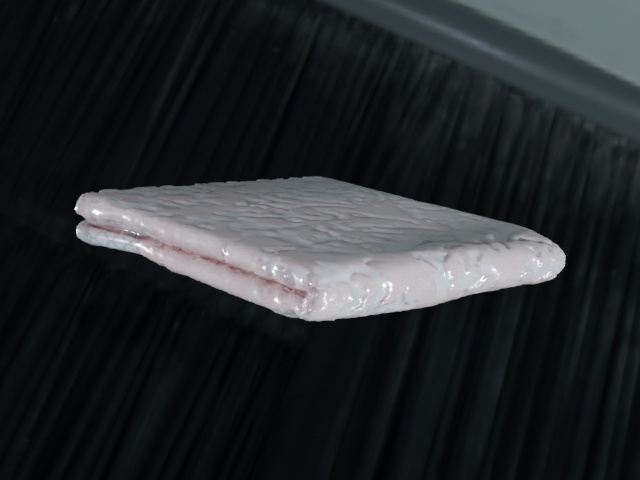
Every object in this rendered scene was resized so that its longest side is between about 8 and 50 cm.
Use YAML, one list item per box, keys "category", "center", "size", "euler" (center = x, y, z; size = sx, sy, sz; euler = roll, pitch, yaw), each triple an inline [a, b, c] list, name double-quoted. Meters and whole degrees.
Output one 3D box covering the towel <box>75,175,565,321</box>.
- category: "towel"
  center: [0.000, 0.000, 1.059]
  size: [0.317, 0.053, 0.332]
  euler: [17, -163, 41]
